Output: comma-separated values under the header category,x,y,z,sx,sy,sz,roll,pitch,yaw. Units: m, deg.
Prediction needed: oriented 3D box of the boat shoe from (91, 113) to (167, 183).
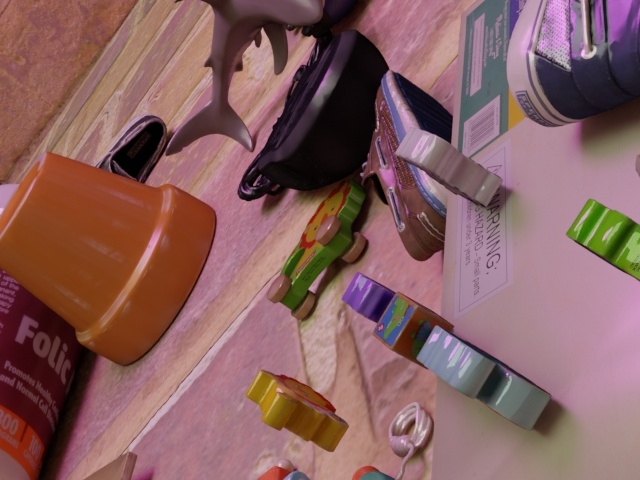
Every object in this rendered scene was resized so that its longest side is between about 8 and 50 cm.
category,x,y,z,sx,sy,sz,roll,pitch,yaw
boat shoe,-0.307,-0.097,1.447,0.219,0.077,0.070,-57,21,0

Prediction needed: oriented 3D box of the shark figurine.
category,x,y,z,sx,sy,sz,roll,pitch,yaw
shark figurine,-0.101,-0.216,0.996,0.278,0.116,0.166,-46,53,52

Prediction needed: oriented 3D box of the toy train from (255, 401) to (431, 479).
category,x,y,z,sx,sy,sz,roll,pitch,yaw
toy train,-0.009,0.153,0.549,0.166,0.046,0.125,-41,28,37

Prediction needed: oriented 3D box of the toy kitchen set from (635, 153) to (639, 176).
category,x,y,z,sx,sy,sz,roll,pitch,yaw
toy kitchen set,0.141,-0.035,0.323,0.075,0.083,0.068,-95,1,-56

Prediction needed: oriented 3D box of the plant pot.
category,x,y,z,sx,sy,sz,roll,pitch,yaw
plant pot,-0.249,0.003,1.051,0.205,0.188,0.205,-45,26,29

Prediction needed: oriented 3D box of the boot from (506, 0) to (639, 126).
category,x,y,z,sx,sy,sz,roll,pitch,yaw
boot,0.152,-0.143,0.449,0.086,0.069,0.190,-8,61,53

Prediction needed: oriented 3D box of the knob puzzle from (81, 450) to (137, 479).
category,x,y,z,sx,sy,sz,roll,pitch,yaw
knob puzzle,-0.217,0.295,0.820,0.213,0.030,0.213,-44,26,28

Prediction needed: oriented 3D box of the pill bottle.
category,x,y,z,sx,sy,sz,roll,pitch,yaw
pill bottle,-0.404,0.131,1.164,0.224,0.224,0.392,-39,30,38

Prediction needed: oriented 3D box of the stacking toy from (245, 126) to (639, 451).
category,x,y,z,sx,sy,sz,roll,pitch,yaw
stacking toy,0.053,0.048,0.422,0.167,0.052,0.221,-59,24,3

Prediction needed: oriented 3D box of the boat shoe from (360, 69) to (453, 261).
category,x,y,z,sx,sy,sz,roll,pitch,yaw
boat shoe,0.058,-0.055,0.651,0.066,0.066,0.183,-50,24,23

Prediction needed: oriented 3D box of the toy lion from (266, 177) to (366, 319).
category,x,y,z,sx,sy,sz,roll,pitch,yaw
toy lion,0.000,0.000,0.753,0.100,0.034,0.096,-50,17,20

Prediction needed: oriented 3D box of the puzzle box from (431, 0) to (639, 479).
category,x,y,z,sx,sy,sz,roll,pitch,yaw
puzzle box,0.169,-0.062,0.450,0.272,0.052,0.409,-39,29,40

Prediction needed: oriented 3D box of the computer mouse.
category,x,y,z,sx,sy,sz,roll,pitch,yaw
computer mouse,0.009,-0.106,0.829,0.189,0.072,0.272,-61,10,-3

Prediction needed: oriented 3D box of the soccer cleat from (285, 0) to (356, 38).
category,x,y,z,sx,sy,sz,roll,pitch,yaw
soccer cleat,-0.018,-0.309,1.110,0.121,0.093,0.289,-51,26,5
